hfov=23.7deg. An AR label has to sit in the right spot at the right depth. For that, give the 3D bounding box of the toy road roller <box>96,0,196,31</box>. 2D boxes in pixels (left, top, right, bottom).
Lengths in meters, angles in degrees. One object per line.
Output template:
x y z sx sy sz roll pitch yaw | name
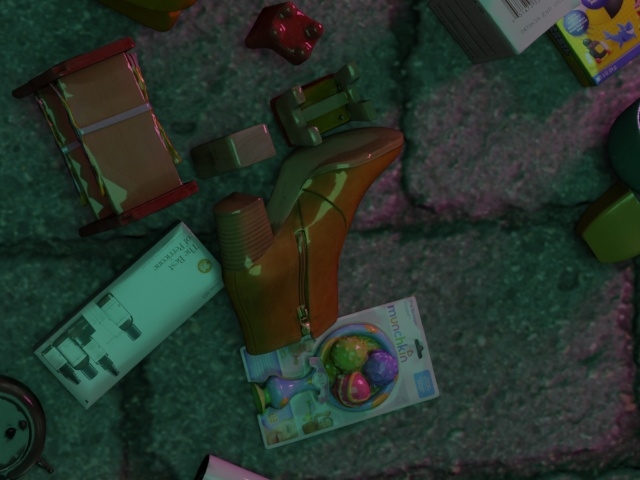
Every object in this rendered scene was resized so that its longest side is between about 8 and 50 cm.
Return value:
-0.179 -0.403 1.799 0.202 0.240 0.329 27 51 -11 | toy road roller

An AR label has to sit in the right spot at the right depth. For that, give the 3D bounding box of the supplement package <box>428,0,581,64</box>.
0.222 -0.291 1.865 0.105 0.179 0.105 -40 99 -6 | supplement package

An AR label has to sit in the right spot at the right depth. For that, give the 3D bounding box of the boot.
0.000 0.001 1.891 0.295 0.104 0.211 -30 120 -28 | boot

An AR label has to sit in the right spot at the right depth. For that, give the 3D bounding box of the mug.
0.441 -0.125 1.954 0.158 0.097 0.129 -33 83 -33 | mug

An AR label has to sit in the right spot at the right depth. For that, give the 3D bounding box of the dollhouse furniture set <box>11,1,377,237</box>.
-0.148 -0.166 1.840 0.374 0.152 0.201 -25 97 -26 | dollhouse furniture set

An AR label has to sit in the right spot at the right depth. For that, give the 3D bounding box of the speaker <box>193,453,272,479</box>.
-0.091 0.316 1.903 0.136 0.055 0.055 24 89 -11 | speaker

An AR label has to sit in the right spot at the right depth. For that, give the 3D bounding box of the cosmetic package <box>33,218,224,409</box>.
-0.228 0.089 1.861 0.239 0.060 0.099 -42 101 -6 | cosmetic package

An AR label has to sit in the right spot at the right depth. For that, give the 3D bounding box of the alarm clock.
-0.403 0.211 1.836 0.129 0.064 0.192 -20 94 -9 | alarm clock

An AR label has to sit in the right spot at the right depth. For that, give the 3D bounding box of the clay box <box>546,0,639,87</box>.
0.333 -0.322 1.950 0.127 0.053 0.222 -37 100 -7 | clay box

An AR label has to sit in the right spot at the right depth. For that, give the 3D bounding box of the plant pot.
0.378 -0.014 1.965 0.083 0.081 0.081 -35 99 4 | plant pot

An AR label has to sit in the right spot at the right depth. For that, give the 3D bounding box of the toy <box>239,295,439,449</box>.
0.030 0.169 1.918 0.237 0.056 0.137 -15 97 -10 | toy
